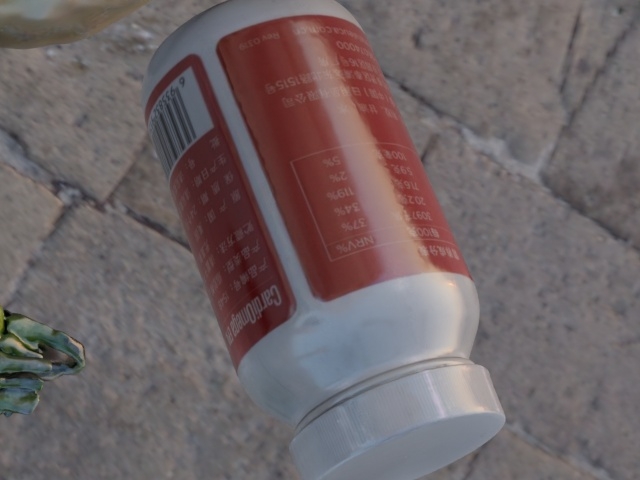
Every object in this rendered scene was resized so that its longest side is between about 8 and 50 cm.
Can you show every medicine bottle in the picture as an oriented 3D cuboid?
[{"bbox_3d":[0.000,0.000,0.795,0.131,0.131,0.250,-13,67,-22],"label":"medicine bottle"}]

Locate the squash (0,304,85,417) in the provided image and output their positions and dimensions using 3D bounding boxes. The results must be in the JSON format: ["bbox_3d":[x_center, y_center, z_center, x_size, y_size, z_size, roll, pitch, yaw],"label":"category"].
[{"bbox_3d":[-0.225,0.025,0.466,0.319,0.080,0.071,3,76,-39],"label":"squash"}]

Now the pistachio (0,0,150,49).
[{"bbox_3d":[-0.153,-0.219,0.928,0.182,0.162,0.293,31,50,1],"label":"pistachio"}]
